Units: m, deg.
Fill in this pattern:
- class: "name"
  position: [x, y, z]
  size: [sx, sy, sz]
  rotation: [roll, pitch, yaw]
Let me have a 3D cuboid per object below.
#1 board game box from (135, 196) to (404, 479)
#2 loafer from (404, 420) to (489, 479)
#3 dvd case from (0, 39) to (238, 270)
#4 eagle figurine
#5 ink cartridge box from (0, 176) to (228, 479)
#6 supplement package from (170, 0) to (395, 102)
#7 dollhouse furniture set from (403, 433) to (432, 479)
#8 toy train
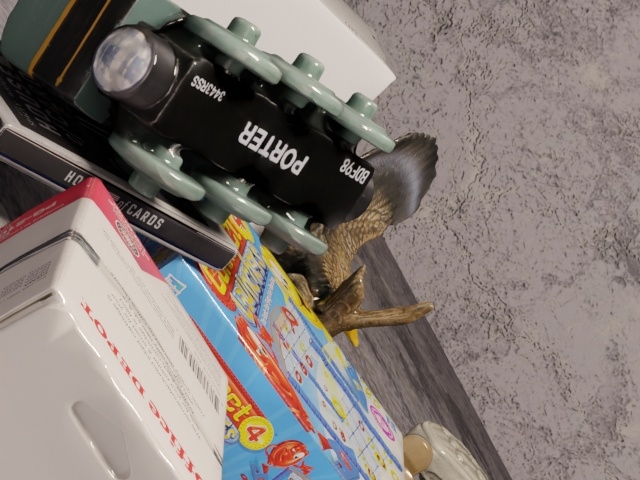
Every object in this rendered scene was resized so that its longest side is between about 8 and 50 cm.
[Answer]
- class: "board game box"
  position: [-0.048, 0.117, 1.477]
  size: [0.302, 0.086, 0.308]
  rotation: [55, 9, -11]
- class: "loafer"
  position: [0.155, 0.320, 2.010]
  size: [0.319, 0.111, 0.112]
  rotation: [58, 3, -41]
- class: "dvd case"
  position: [-0.180, -0.076, 1.290]
  size: [0.239, 0.029, 0.179]
  rotation: [31, 14, -46]
- class: "eagle figurine"
  position: [0.001, 0.009, 1.833]
  size: [0.298, 0.226, 0.225]
  rotation: [-82, -176, -51]
- class: "ink cartridge box"
  position: [-0.139, 0.083, 1.058]
  size: [0.172, 0.100, 0.237]
  rotation: [58, 7, -15]
- class: "supplement package"
  position: [-0.090, -0.209, 1.828]
  size: [0.262, 0.204, 0.145]
  rotation: [41, 15, -26]
- class: "dollhouse furniture set"
  position: [0.135, 0.301, 1.780]
  size: [0.242, 0.161, 0.212]
  rotation: [61, 8, 3]
- class: "toy train"
  position: [-0.083, -0.101, 1.316]
  size: [0.190, 0.142, 0.334]
  rotation: [36, 5, 32]
